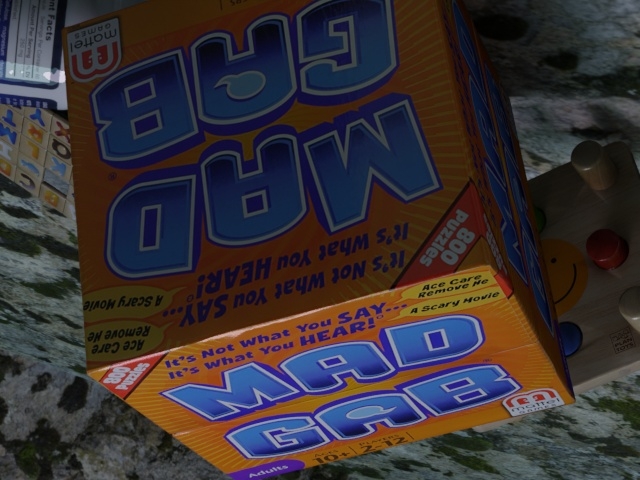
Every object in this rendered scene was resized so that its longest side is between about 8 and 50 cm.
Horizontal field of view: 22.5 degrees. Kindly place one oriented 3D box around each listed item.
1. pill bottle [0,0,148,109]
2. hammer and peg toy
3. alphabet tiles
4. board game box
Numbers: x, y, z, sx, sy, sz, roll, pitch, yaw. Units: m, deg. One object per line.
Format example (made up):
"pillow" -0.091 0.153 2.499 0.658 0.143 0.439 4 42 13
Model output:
"pill bottle" -0.311 -0.214 1.655 0.265 0.153 0.153 7 162 -9
"hammer and peg toy" 0.288 0.029 1.661 0.361 0.266 0.127 -24 146 19
"alphabet tiles" -0.383 -0.127 2.054 0.237 0.009 0.198 33 148 5
"board game box" 0.003 -0.020 1.518 0.356 0.356 0.356 -16 152 13
